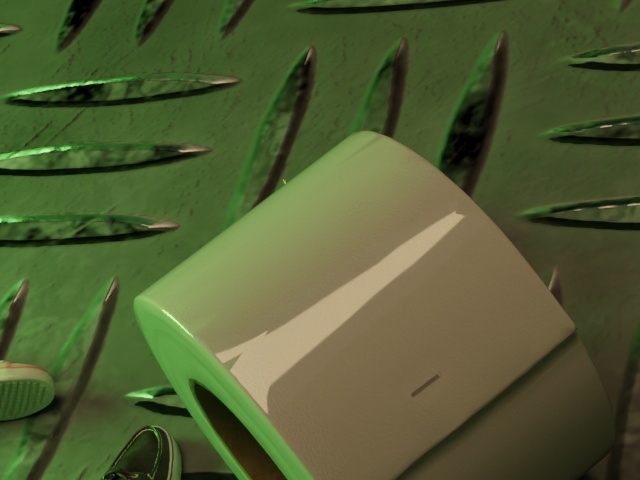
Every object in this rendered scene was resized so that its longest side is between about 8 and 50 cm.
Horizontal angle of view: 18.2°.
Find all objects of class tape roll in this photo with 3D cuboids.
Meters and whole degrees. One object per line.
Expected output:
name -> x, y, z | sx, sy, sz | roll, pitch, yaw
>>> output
tape roll -> 0.029, 0.081, 1.168 | 0.169, 0.246, 0.246 | -37, 43, -13

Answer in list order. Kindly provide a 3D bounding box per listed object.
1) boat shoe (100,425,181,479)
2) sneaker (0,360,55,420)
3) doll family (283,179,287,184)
boat shoe -> -0.129, 0.173, 1.303 | 0.049, 0.040, 0.142 | -2, 47, 24
sneaker -> -0.250, 0.094, 1.436 | 0.134, 0.051, 0.070 | -14, 48, 19
doll family -> 0.000, 0.000, 1.395 | 0.111, 0.076, 0.193 | -46, 42, -15
